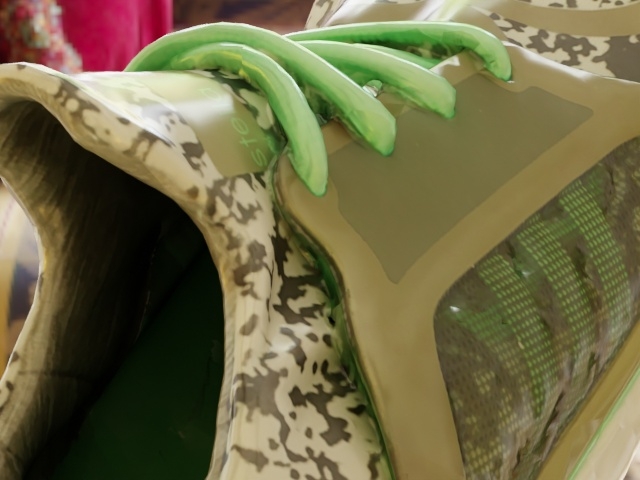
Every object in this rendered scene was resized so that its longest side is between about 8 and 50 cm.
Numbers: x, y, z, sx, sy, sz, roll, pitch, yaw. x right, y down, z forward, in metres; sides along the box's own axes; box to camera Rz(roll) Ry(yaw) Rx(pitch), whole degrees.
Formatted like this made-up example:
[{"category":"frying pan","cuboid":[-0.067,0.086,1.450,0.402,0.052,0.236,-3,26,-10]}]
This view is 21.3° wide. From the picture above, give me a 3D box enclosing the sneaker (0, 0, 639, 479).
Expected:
[{"category":"sneaker","cuboid":[0.000,0.000,0.415,0.158,0.182,0.410,-8,45,29]}]
